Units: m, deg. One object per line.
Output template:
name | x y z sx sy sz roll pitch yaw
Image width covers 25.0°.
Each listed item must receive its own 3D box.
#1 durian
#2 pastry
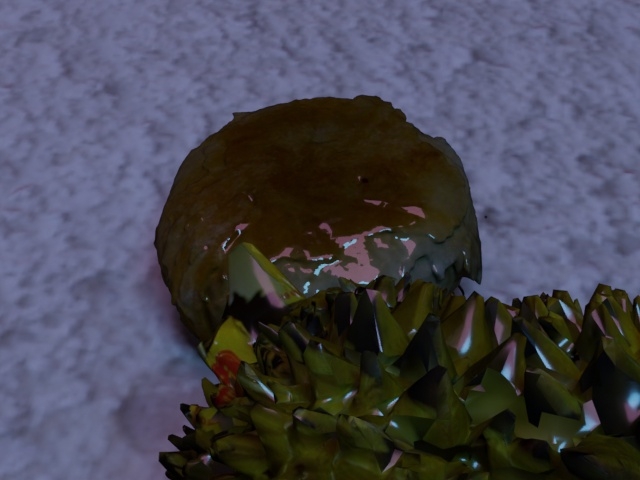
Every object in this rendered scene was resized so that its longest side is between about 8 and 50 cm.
durian | 0.058 0.124 0.418 0.293 0.258 0.258 11 42 35
pastry | -0.002 -0.004 0.653 0.153 0.081 0.153 1 49 -1
